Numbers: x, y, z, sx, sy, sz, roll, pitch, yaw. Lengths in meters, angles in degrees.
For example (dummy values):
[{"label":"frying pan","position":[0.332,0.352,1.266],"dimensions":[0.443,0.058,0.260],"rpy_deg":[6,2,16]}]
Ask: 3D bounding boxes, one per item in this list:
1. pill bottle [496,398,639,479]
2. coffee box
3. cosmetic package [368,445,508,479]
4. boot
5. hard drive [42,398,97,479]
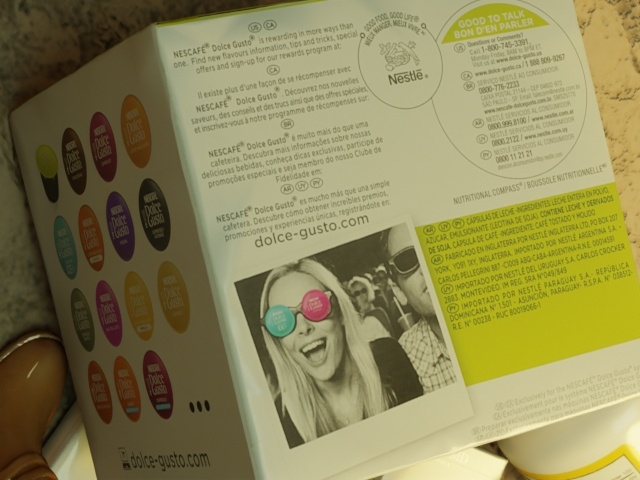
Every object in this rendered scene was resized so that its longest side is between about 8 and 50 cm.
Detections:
[{"label":"pill bottle","position":[0.279,0.181,1.763],"dimensions":[0.188,0.188,0.334],"rpy_deg":[-48,119,-13]},{"label":"coffee box","position":[0.000,0.000,1.439],"dimensions":[0.338,0.338,0.334],"rpy_deg":[-13,89,-27]},{"label":"cosmetic package","position":[0.056,0.273,1.704],"dimensions":[0.127,0.107,0.238],"rpy_deg":[22,91,-29]},{"label":"boot","position":[-0.233,0.173,1.487],"dimensions":[0.073,0.152,0.197],"rpy_deg":[30,84,-30]},{"label":"hard drive","position":[-0.144,0.236,1.613],"dimensions":[0.233,0.047,0.353],"rpy_deg":[40,79,-30]}]
